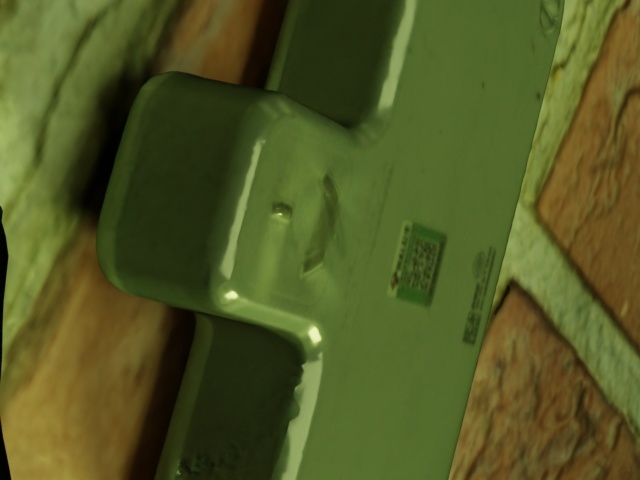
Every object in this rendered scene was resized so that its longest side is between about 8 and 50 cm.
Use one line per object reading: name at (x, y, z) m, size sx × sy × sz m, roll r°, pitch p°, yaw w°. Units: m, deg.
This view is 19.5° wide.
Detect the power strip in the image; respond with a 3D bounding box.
power strip at (-0.001, 0.000, 0.637) m, size 0.193 × 0.059 × 0.265 m, roll 22°, pitch 82°, yaw -59°

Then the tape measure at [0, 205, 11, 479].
tape measure at (-0.149, 0.085, 0.418) m, size 0.181 × 0.107 × 0.182 m, roll -21°, pitch 117°, yaw -53°
